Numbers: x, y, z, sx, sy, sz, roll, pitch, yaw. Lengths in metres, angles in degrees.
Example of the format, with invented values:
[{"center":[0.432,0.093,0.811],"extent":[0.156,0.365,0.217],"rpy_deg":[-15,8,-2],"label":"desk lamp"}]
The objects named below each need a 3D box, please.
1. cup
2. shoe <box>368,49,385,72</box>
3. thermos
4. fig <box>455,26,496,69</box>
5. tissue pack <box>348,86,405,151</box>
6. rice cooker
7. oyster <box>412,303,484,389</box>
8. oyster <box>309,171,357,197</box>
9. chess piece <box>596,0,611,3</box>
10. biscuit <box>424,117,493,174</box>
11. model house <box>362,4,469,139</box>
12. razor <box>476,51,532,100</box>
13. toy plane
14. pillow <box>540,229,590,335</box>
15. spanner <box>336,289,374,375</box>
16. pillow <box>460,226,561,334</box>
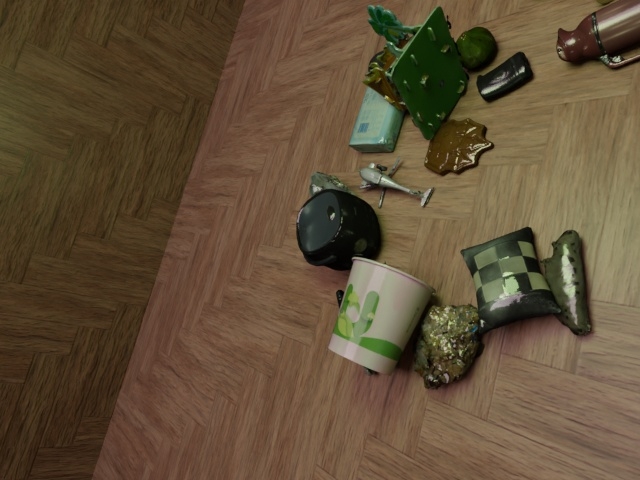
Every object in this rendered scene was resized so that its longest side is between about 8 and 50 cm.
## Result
[{"center":[0.156,0.210,1.200],"extent":[0.253,0.253,0.274],"rpy_deg":[15,79,49],"label":"cup"},{"center":[0.273,-0.633,1.563],"extent":[0.240,0.108,0.093],"rpy_deg":[-14,60,40],"label":"shoe"},{"center":[0.739,-0.507,1.017],"extent":[0.330,0.136,0.110],"rpy_deg":[-13,37,44],"label":"thermos"},{"center":[0.455,-0.592,1.310],"extent":[0.123,0.156,0.124],"rpy_deg":[-14,70,42],"label":"fig"},{"center":[0.219,-0.451,1.559],"extent":[0.177,0.089,0.264],"rpy_deg":[13,81,46],"label":"tissue pack"},{"center":[0.060,-0.030,1.448],"extent":[0.267,0.224,0.268],"rpy_deg":[-19,62,40],"label":"rice cooker"},{"center":[0.330,0.268,1.132],"extent":[0.259,0.092,0.198],"rpy_deg":[-40,44,33],"label":"oyster"},{"center":[0.035,-0.194,1.647],"extent":[0.252,0.087,0.200],"rpy_deg":[-26,65,47],"label":"oyster"},{"center":[0.731,-0.679,1.123],"extent":[0.066,0.066,0.122],"rpy_deg":[-27,49,38],"label":"chess piece"},{"center":[0.418,-0.287,1.311],"extent":[0.215,0.034,0.183],"rpy_deg":[8,80,48],"label":"biscuit"},{"center":[0.228,-0.526,1.322],"extent":[0.312,0.357,0.243],"rpy_deg":[31,89,38],"label":"model house"},{"center":[0.529,-0.469,1.253],"extent":[0.147,0.054,0.090],"rpy_deg":[-26,56,39],"label":"razor"},{"center":[0.225,-0.180,1.425],"extent":[0.182,0.107,0.273],"rpy_deg":[-55,47,23],"label":"toy plane"},{"center":[0.554,0.096,0.989],"extent":[0.093,0.051,0.242],"rpy_deg":[-20,61,51],"label":"pillow"},{"center":[0.115,0.275,1.386],"extent":[0.096,0.040,0.325],"rpy_deg":[-56,37,24],"label":"spanner"},{"center":[0.449,0.095,1.046],"extent":[0.185,0.106,0.250],"rpy_deg":[-23,45,28],"label":"pillow"}]
